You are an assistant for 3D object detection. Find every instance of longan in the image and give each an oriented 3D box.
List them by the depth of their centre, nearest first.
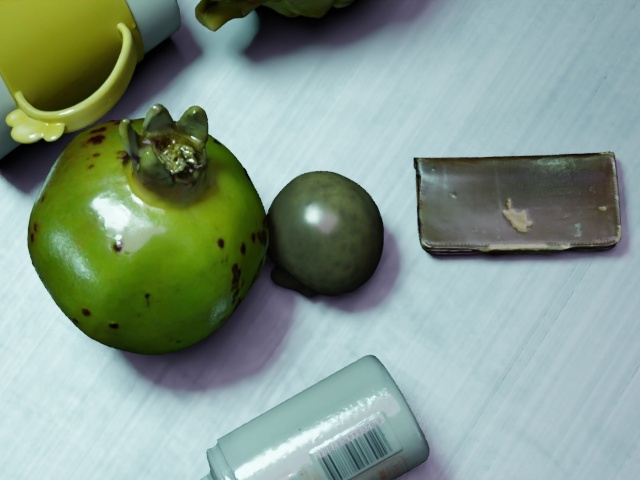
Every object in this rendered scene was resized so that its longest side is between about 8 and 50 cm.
[{"bbox_3d":[0.000,0.000,1.241,0.106,0.106,0.119,40,119,13],"label":"longan"}]

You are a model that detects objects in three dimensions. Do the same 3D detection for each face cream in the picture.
[{"bbox_3d":[-0.041,0.194,1.181,0.252,0.101,0.101,-29,75,-4],"label":"face cream"}]

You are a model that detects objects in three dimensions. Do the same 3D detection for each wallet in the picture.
[{"bbox_3d":[0.171,-0.032,1.273,0.176,0.026,0.095,-2,68,2],"label":"wallet"}]

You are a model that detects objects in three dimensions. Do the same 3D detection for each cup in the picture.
[{"bbox_3d":[-0.236,-0.175,1.249,0.226,0.185,0.241,-33,53,-13],"label":"cup"}]

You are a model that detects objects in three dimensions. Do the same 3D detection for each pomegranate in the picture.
[{"bbox_3d":[-0.145,-0.013,1.170,0.198,0.246,0.198,-2,76,7],"label":"pomegranate"}]

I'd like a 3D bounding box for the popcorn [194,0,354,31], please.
[{"bbox_3d":[-0.014,-0.283,1.249,0.266,0.233,0.192,-45,88,-9],"label":"popcorn"}]
